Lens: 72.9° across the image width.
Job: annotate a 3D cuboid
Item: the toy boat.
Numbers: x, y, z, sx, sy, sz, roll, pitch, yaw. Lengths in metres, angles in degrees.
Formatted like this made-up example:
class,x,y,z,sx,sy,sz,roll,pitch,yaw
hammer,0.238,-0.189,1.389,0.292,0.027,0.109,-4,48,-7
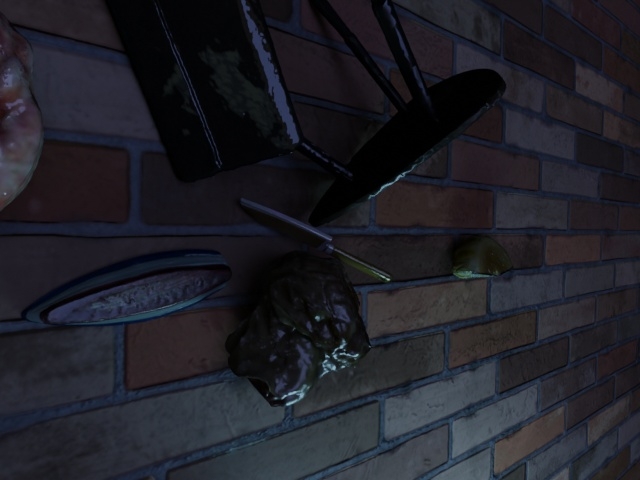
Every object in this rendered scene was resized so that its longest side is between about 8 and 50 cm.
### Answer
class,x,y,z,sx,sy,sz,roll,pitch,yaw
toy boat,-0.211,0.060,0.505,0.228,0.045,0.080,-11,102,-39

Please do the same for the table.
class,x,y,z,sx,sy,sz,roll,pitch,yaw
table,0.018,-0.209,0.576,0.249,0.317,0.317,46,64,-16

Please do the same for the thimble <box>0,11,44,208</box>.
class,x,y,z,sx,sy,sz,roll,pitch,yaw
thimble,-0.341,-0.103,0.324,0.239,0.162,0.239,0,90,-36

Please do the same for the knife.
class,x,y,z,sx,sy,sz,roll,pitch,yaw
knife,0.000,-0.001,0.626,0.256,0.046,0.022,26,65,-14

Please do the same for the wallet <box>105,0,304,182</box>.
class,x,y,z,sx,sy,sz,roll,pitch,yaw
wallet,-0.144,-0.234,0.483,0.044,0.170,0.321,-72,146,-73

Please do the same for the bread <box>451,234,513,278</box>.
class,x,y,z,sx,sy,sz,roll,pitch,yaw
bread,0.329,0.035,0.901,0.157,0.083,0.095,-21,102,-38

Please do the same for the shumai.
class,x,y,z,sx,sy,sz,roll,pitch,yaw
shumai,-0.041,0.109,0.599,0.185,0.218,0.184,-22,105,4
